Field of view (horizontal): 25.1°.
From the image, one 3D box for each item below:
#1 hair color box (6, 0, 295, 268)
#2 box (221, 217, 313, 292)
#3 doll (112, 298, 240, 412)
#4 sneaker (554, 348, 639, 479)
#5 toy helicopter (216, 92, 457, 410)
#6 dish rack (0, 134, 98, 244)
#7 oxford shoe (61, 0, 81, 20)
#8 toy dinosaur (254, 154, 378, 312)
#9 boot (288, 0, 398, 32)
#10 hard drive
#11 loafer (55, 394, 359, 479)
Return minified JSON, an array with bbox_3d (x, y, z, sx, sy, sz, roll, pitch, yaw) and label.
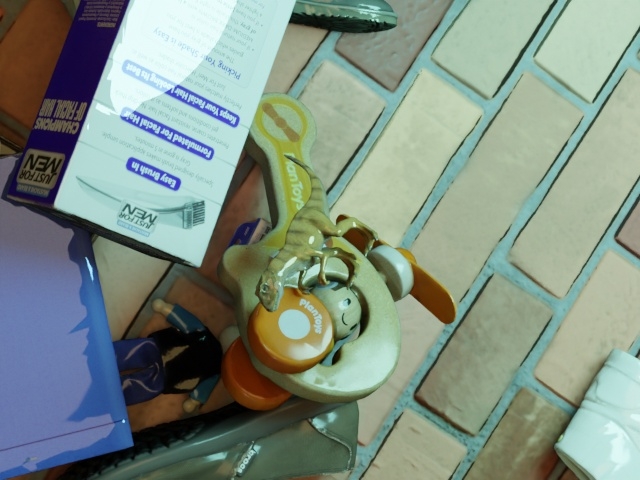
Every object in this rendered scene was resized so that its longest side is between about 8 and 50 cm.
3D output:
[{"bbox_3d":[-0.159,-0.163,1.435,0.185,0.110,0.339,25,80,-40],"label":"hair color box"},{"bbox_3d":[-0.040,0.034,1.593,0.136,0.028,0.081,27,86,-12],"label":"box"},{"bbox_3d":[-0.167,0.126,1.560,0.189,0.046,0.129,-12,93,-10],"label":"doll"},{"bbox_3d":[0.406,0.276,1.646,0.292,0.108,0.169,36,82,0],"label":"sneaker"},{"bbox_3d":[0.000,0.000,1.519,0.235,0.140,0.355,-4,65,-21],"label":"toy helicopter"},{"bbox_3d":[-0.363,0.029,1.501,0.208,0.074,0.271,34,83,-15],"label":"dish rack"},{"bbox_3d":[-0.240,-0.319,1.505,0.169,0.130,0.449,-46,114,-28],"label":"oxford shoe"},{"bbox_3d":[-0.003,-0.014,1.422,0.112,0.064,0.211,26,44,-5],"label":"toy dinosaur"},{"bbox_3d":[0.005,-0.341,1.580,0.190,0.076,0.208,9,83,-13],"label":"boot"},{"bbox_3d":[-0.325,0.078,1.456,0.210,0.040,0.318,-13,95,-16],"label":"hard drive"},{"bbox_3d":[-0.115,0.253,1.527,0.366,0.134,0.130,-19,96,-11],"label":"loafer"}]
